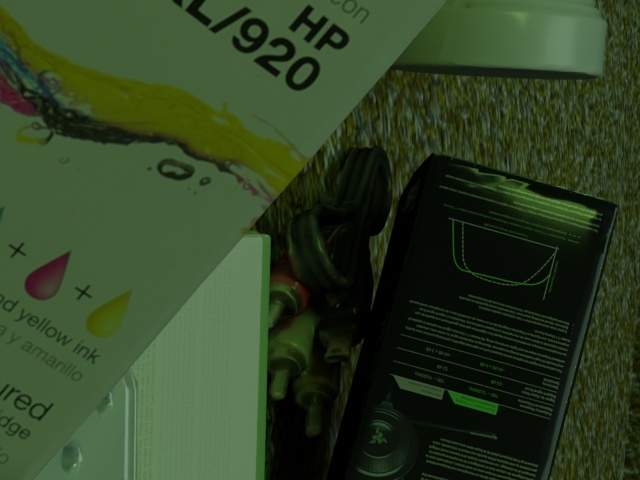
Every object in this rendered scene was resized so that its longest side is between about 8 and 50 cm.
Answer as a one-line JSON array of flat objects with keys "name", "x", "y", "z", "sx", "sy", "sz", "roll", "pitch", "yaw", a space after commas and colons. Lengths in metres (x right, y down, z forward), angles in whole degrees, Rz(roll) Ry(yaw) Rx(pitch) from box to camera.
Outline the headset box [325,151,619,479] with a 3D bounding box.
[{"name": "headset box", "x": 0.089, "y": 0.107, "z": 1.354, "sx": 0.246, "sy": 0.131, "sz": 0.283, "roll": 114, "pitch": -9, "yaw": -83}]

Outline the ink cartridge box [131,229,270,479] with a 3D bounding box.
[{"name": "ink cartridge box", "x": -0.117, "y": 0.080, "z": 1.018, "sx": 0.235, "sy": 0.056, "sz": 0.171, "roll": -1, "pitch": 94, "yaw": -51}]

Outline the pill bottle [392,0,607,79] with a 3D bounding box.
[{"name": "pill bottle", "x": 0.135, "y": -0.306, "z": 1.453, "sx": 0.210, "sy": 0.210, "sz": 0.363, "roll": -4, "pitch": 97, "yaw": -72}]

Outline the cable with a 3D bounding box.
[{"name": "cable", "x": 0.000, "y": 0.000, "z": 1.389, "sx": 0.287, "sy": 0.072, "sz": 0.139, "roll": -81, "pitch": 158, "yaw": -55}]

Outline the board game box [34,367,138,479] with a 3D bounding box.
[{"name": "board game box", "x": -0.180, "y": 0.220, "z": 0.572, "sx": 0.390, "sy": 0.050, "sz": 0.390, "roll": 10, "pitch": 79, "yaw": -63}]

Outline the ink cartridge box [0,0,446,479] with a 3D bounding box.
[{"name": "ink cartridge box", "x": -0.090, "y": -0.081, "z": 0.582, "sx": 0.171, "sy": 0.232, "sz": 0.168, "roll": 36, "pitch": 16, "yaw": -21}]
